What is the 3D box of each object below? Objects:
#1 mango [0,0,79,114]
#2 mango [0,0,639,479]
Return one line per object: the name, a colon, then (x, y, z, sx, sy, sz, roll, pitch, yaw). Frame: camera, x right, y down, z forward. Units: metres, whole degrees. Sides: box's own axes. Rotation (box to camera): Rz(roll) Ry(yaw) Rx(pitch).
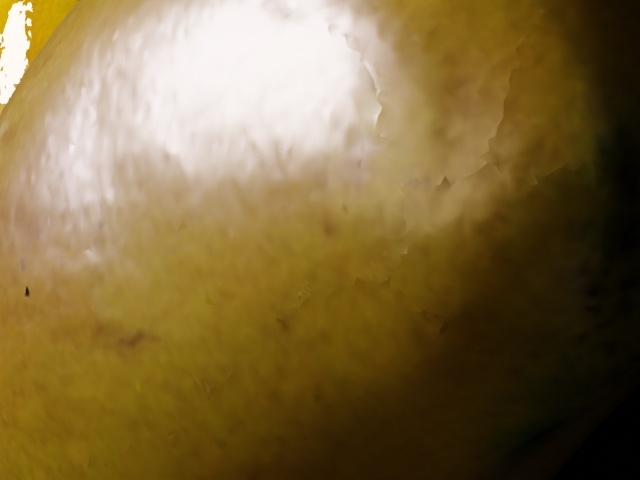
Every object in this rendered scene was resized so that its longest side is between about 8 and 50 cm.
mango: (-0.117, -0.093, 0.942, 0.145, 0.112, 0.219, 20, 95, 67)
mango: (0.000, 0.000, 0.566, 0.317, 0.173, 0.211, -36, 55, 54)
